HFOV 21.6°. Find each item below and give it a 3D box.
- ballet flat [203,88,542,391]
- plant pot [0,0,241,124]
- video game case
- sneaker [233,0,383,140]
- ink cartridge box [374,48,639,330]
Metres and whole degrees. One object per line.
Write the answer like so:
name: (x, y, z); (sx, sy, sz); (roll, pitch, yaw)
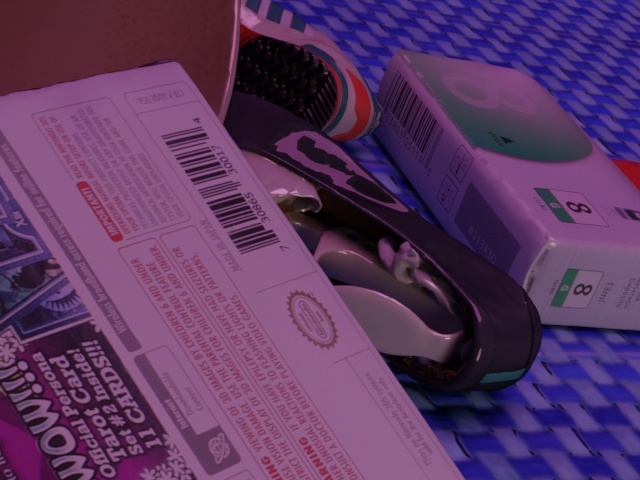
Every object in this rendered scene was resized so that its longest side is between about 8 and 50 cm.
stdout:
ballet flat: (0.000, 0.000, 0.707); (0.203, 0.074, 0.074); (34, 30, 18)
plant pot: (-0.177, -0.137, 0.657); (0.190, 0.284, 0.284); (-8, 19, 21)
video game case: (-0.054, 0.072, 0.385); (0.210, 0.042, 0.232); (-21, 70, -46)
sneaker: (-0.033, -0.099, 0.888); (0.161, 0.057, 0.075); (38, 15, 32)
ink cartridge box: (0.159, -0.022, 0.877); (0.224, 0.056, 0.181); (4, 33, -28)
